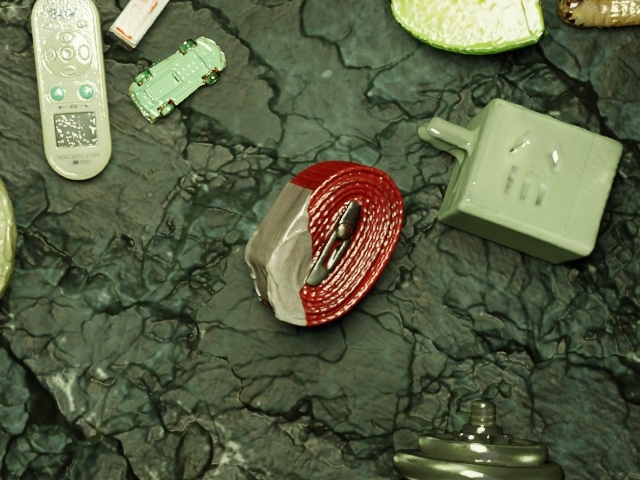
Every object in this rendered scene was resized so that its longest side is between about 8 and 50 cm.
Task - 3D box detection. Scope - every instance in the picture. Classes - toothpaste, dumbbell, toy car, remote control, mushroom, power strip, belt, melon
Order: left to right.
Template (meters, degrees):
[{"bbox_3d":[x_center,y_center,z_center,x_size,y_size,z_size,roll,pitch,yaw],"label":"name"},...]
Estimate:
[{"bbox_3d":[-0.289,-0.182,1.211,0.078,0.042,0.222,-5,99,-7],"label":"remote control"},{"bbox_3d":[-0.186,-0.318,1.253,0.040,0.047,0.196,37,82,-15],"label":"toothpaste"},{"bbox_3d":[-0.170,-0.195,1.245,0.122,0.035,0.059,-38,88,-16],"label":"toy car"},{"bbox_3d":[0.000,0.000,1.197,0.128,0.124,0.201,35,87,-20],"label":"belt"},{"bbox_3d":[0.159,-0.334,1.252,0.169,0.129,0.265,-19,89,16],"label":"melon"},{"bbox_3d":[0.172,0.322,1.142,0.192,0.192,0.290,4,84,-5],"label":"dumbbell"},{"bbox_3d":[0.215,-0.075,1.213,0.224,0.139,0.140,19,83,-3],"label":"power strip"},{"bbox_3d":[0.407,-0.287,1.274,0.217,0.148,0.227,-18,76,12],"label":"mushroom"}]

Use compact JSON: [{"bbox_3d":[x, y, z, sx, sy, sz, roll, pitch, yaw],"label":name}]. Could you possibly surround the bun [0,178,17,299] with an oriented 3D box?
[{"bbox_3d":[-0.460,-0.001,1.136,0.259,0.152,0.260,-2,95,-27],"label":"bun"}]
